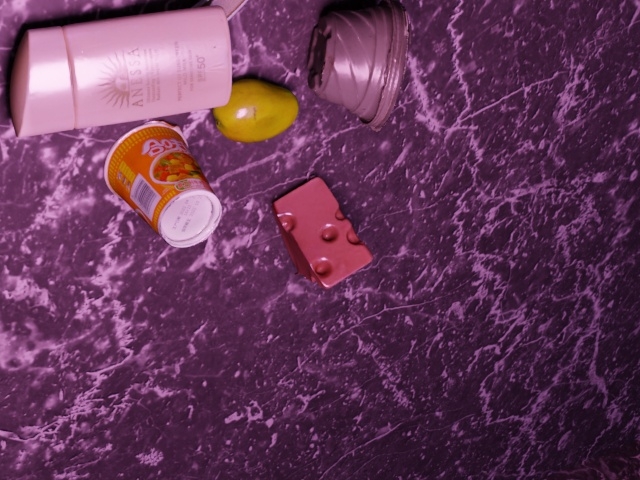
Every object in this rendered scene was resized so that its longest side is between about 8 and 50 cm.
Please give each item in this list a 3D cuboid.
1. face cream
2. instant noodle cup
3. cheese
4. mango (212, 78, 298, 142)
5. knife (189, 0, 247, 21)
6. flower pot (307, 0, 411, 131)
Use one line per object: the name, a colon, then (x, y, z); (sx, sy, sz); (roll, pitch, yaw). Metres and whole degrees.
face cream: (-0.313, -0.266, 1.705); (0.348, 0.081, 0.174); (-12, 124, -21)
instant noodle cup: (-0.258, -0.087, 1.853); (0.168, 0.185, 0.168); (-22, 136, -23)
cheese: (-0.015, -0.021, 2.135); (0.128, 0.203, 0.177); (-31, 107, -10)
mango: (-0.115, -0.223, 1.918); (0.163, 0.089, 0.117); (11, 118, -44)
knife: (-0.246, -0.319, 1.776); (0.343, 0.027, 0.061); (-38, 123, -2)
flower pot: (0.058, -0.315, 1.903); (0.140, 0.235, 0.236); (5, 124, -15)
